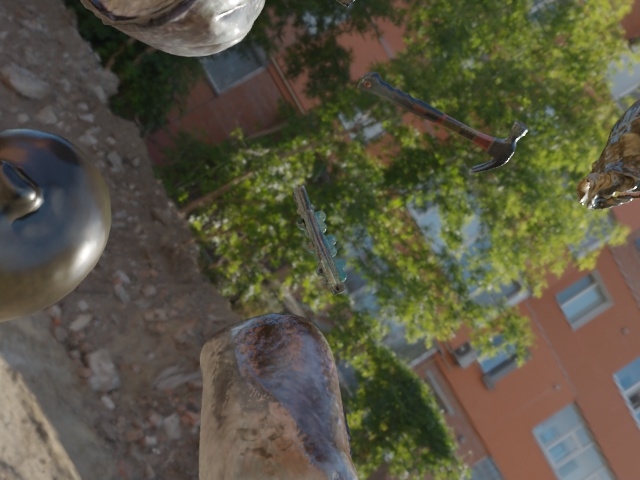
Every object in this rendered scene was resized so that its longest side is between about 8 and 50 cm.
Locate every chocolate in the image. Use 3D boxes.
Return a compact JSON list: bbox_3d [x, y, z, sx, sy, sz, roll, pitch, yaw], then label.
[{"bbox_3d":[-0.066,0.202,0.897,0.303,0.185,0.100,-104,180,-49],"label":"chocolate"},{"bbox_3d":[-0.204,-0.426,1.199,0.303,0.303,0.213,54,11,32],"label":"chocolate"}]

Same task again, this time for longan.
[{"bbox_3d":[-0.424,-0.017,0.986,0.243,0.300,0.300,45,-5,-7],"label":"longan"}]

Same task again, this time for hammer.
[{"bbox_3d":[0.197,-0.209,1.248,0.288,0.111,0.033,28,25,-1],"label":"hammer"}]

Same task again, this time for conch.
[{"bbox_3d":[0.457,-0.129,0.931,0.210,0.292,0.158,-120,-156,-77],"label":"conch"}]

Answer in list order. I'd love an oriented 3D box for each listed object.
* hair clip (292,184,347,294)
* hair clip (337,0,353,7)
[{"bbox_3d":[0.001,0.000,1.054,0.049,0.049,0.172,78,-9,-71],"label":"hair clip"},{"bbox_3d":[0.087,-0.416,1.064,0.146,0.187,0.056,50,14,8],"label":"hair clip"}]
